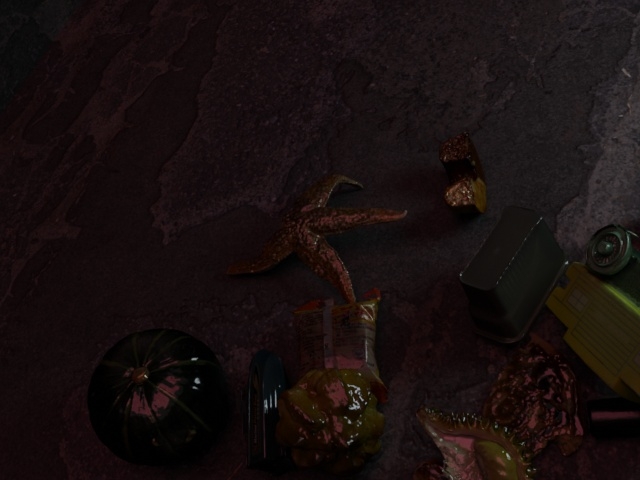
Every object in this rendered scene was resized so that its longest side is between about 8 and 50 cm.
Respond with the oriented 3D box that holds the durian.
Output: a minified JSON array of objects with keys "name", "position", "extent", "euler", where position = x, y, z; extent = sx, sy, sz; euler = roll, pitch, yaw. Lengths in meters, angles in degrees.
[{"name":"durian","position":[0.316,0.432,1.474],"extent":[0.166,0.172,0.306],"euler":[-36,68,-10]}]

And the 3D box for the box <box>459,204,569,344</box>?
[{"name":"box","position":[0.416,0.072,1.665],"extent":[0.138,0.178,0.274],"euler":[16,62,46]}]

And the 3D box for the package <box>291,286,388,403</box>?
[{"name":"package","position":[0.044,0.248,1.741],"extent":[0.223,0.108,0.288],"euler":[-11,61,9]}]

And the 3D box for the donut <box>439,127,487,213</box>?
[{"name":"donut","position":[0.354,-0.145,1.874],"extent":[0.085,0.141,0.217],"euler":[-14,54,24]}]

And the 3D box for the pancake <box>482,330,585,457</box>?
[{"name":"pancake","position":[0.464,0.331,1.571],"extent":[0.212,0.056,0.257],"euler":[21,75,38]}]

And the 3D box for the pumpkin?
[{"name":"pumpkin","position":[-0.375,0.358,1.747],"extent":[0.323,0.241,0.323],"euler":[-10,58,15]}]

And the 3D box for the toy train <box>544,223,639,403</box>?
[{"name":"toy train","position":[0.620,0.158,1.453],"extent":[0.272,0.179,0.442],"euler":[-61,27,16]}]

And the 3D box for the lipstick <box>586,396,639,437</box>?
[{"name":"lipstick","position":[0.673,0.338,1.471],"extent":[0.299,0.081,0.081],"euler":[-7,56,17]}]

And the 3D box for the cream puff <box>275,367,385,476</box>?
[{"name":"cream puff","position":[0.021,0.383,1.588],"extent":[0.244,0.196,0.244],"euler":[1,73,-4]}]

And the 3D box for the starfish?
[{"name":"starfish","position":[-0.003,-0.007,1.931],"extent":[0.383,0.132,0.398],"euler":[29,75,28]}]

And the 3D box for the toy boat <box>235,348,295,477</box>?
[{"name":"toy boat","position":[-0.125,0.382,1.720],"extent":[0.122,0.114,0.296],"euler":[-27,50,28]}]

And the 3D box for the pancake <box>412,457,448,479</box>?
[{"name":"pancake","position":[0.227,0.572,1.499],"extent":[0.244,0.057,0.266],"euler":[-27,54,2]}]
